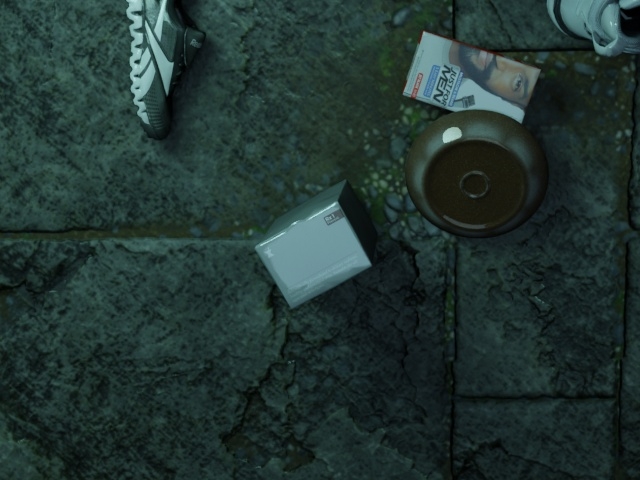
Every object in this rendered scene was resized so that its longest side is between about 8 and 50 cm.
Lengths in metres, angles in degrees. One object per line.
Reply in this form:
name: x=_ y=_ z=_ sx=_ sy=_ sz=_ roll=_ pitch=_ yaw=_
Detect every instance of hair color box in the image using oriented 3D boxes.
hair color box: x=0.205 y=-0.218 z=1.686 sx=0.167 sy=0.053 sz=0.093 roll=17 pitch=103 yaw=-1

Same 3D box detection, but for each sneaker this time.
sneaker: x=-0.208 y=-0.254 z=1.694 sx=0.106 sy=0.078 sz=0.234 roll=-2 pitch=101 yaw=7
sneaker: x=0.465 y=-0.359 z=1.545 sx=0.366 sy=0.210 sz=0.137 roll=-36 pitch=114 yaw=12

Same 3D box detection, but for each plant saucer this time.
plant saucer: x=0.213 y=-0.082 z=1.697 sx=0.198 sy=0.036 sz=0.198 roll=5 pitch=119 yaw=8

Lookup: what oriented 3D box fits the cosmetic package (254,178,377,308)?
cosmetic package: x=0.000 y=0.000 z=1.655 sx=0.127 sy=0.238 sz=0.107 roll=-28 pitch=99 yaw=10
